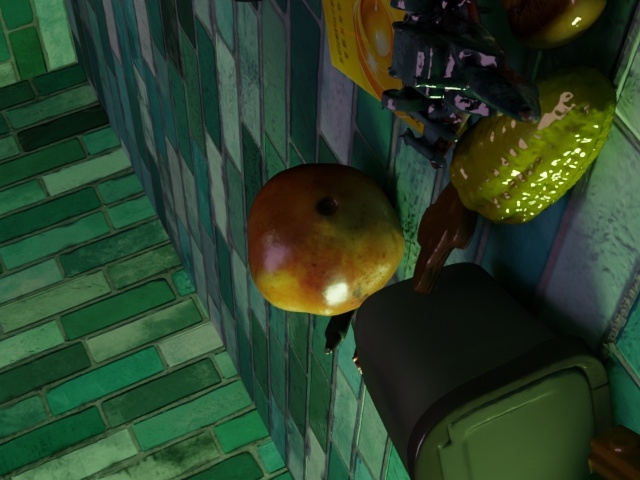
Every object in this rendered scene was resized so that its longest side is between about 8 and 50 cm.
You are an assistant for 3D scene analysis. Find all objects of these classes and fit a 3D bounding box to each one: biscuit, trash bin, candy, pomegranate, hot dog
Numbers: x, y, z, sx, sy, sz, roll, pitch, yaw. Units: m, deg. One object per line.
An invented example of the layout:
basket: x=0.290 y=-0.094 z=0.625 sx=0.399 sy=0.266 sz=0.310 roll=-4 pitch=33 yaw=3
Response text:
biscuit: x=0.146 y=-0.038 z=1.134 sx=0.138 sy=0.031 sz=0.205 roll=-79 pitch=10 yaw=-45
trash bin: x=0.157 y=0.162 z=1.157 sx=0.250 sy=0.219 sz=0.219 roll=-125 pitch=20 yaw=-57
candy: x=0.186 y=-0.087 z=0.948 sx=0.199 sy=0.094 sz=0.106 roll=128 pitch=125 yaw=-65
pomegranate: x=0.000 y=-0.004 z=1.455 sx=0.209 sy=0.209 sz=0.209 roll=58 pitch=161 yaw=33
hot dog: x=0.183 y=-0.196 z=0.879 sx=0.089 sy=0.060 sz=0.140 roll=70 pitch=158 yaw=7

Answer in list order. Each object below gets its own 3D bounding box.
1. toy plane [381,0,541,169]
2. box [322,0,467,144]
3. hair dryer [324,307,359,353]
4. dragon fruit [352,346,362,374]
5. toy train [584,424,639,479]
toy plane: x=0.110 y=-0.144 z=0.914 sx=0.326 sy=0.104 sz=0.222 roll=-97 pitch=10 yaw=-69
box: x=0.074 y=-0.220 z=1.224 sx=0.269 sy=0.043 sz=0.152 roll=48 pitch=154 yaw=53
hair dryer: x=0.028 y=0.086 z=1.600 sx=0.195 sy=0.050 sz=0.173 roll=-43 pitch=-64 yaw=-67
dragon fruit: x=0.107 y=0.158 z=1.556 sx=0.106 sy=0.083 sz=0.162 roll=61 pitch=-167 yaw=-12
toy train: x=0.279 y=0.342 z=0.907 sx=0.178 sy=0.249 sz=0.429 roll=33 pitch=142 yaw=63
